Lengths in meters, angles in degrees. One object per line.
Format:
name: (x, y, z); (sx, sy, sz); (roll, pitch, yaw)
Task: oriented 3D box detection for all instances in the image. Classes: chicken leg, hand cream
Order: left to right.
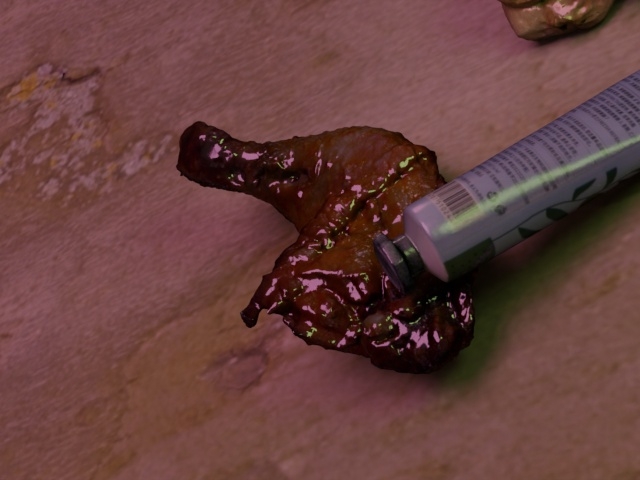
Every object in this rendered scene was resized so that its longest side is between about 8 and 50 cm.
chicken leg: (0.011, -0.007, 1.449); (0.177, 0.083, 0.322); (-21, 44, -5)
hand cream: (0.161, -0.049, 1.337); (0.271, 0.058, 0.091); (-31, 37, -7)

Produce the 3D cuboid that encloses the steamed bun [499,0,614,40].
steamed bun: (0.193, -0.258, 1.450); (0.177, 0.106, 0.192); (-16, 52, 36)
